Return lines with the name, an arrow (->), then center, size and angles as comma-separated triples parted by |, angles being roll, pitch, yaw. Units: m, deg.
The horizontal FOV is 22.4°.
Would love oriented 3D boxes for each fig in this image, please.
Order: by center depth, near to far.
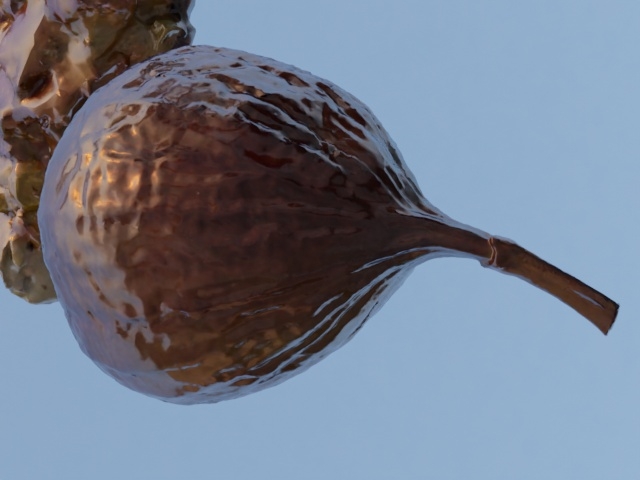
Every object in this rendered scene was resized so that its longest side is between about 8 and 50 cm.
fig -> 0.000, 0.000, 0.589 | 0.146, 0.201, 0.133 | -48, -48, -32

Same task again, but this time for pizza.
pizza -> -0.184, -0.160, 1.114 | 0.114, 0.278, 0.408 | -1, -91, -34
